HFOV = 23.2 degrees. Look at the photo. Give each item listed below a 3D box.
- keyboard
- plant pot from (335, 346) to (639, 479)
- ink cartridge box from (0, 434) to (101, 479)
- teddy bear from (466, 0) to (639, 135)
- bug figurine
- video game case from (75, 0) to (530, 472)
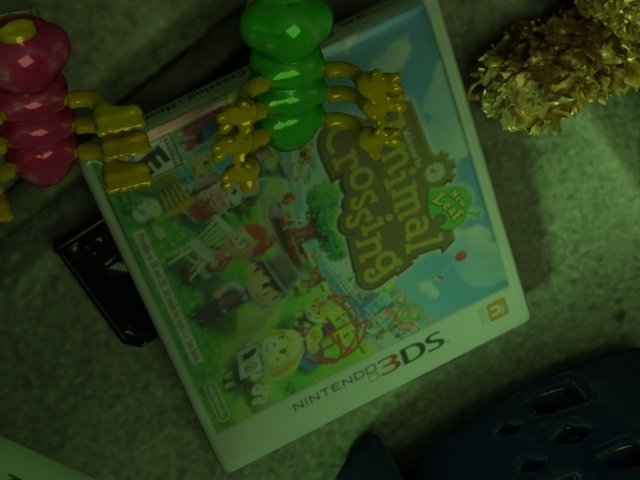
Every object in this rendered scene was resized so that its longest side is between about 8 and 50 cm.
[{"bbox_3d":[-0.051,-0.031,0.798,0.180,0.023,0.108,-34,124,-4],"label":"keyboard"},{"bbox_3d":[0.130,0.222,0.851,0.212,0.236,0.236,-11,115,-8],"label":"plant pot"},{"bbox_3d":[-0.260,0.169,0.561,0.279,0.384,0.160,-28,119,-39],"label":"ink cartridge box"},{"bbox_3d":[0.180,-0.153,0.778,0.245,0.113,0.338,-22,116,-7],"label":"teddy bear"},{"bbox_3d":[-0.070,-0.112,0.658,0.279,0.072,0.216,-12,131,-16],"label":"bug figurine"},{"bbox_3d":[0.000,0.000,0.808,0.193,0.023,0.212,-26,123,-9],"label":"video game case"}]
